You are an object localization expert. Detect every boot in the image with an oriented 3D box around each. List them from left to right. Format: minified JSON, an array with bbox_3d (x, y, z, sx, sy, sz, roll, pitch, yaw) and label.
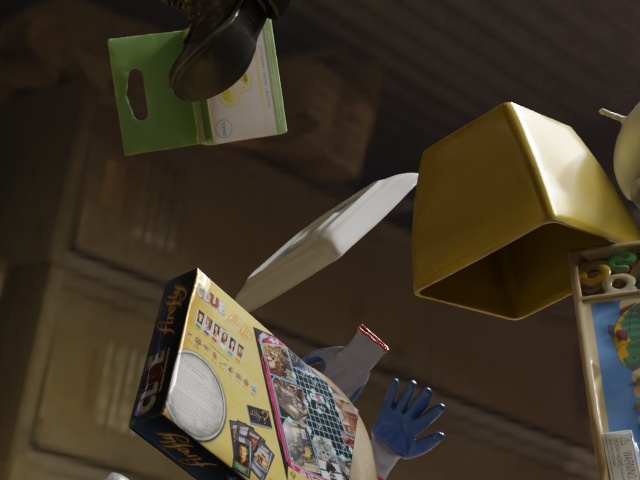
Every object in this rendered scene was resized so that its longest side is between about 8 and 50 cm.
[{"bbox_3d":[-0.176,-0.312,2.089,0.229,0.263,0.091,25,-24,31],"label":"boot"}]

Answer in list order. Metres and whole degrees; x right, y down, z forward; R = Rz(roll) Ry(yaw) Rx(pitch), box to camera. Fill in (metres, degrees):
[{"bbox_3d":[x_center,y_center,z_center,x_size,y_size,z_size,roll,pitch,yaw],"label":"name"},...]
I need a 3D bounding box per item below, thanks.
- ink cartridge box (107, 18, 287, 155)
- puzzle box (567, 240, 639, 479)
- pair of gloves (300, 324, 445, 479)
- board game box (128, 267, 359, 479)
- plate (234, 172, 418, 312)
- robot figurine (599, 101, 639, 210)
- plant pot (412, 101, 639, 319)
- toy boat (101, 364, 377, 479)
[{"bbox_3d":[-0.172,-0.218,2.238,0.235,0.171,0.056,-11,7,-29],"label":"ink cartridge box"},{"bbox_3d":[0.415,0.132,1.676,0.272,0.409,0.052,-8,-54,8],"label":"puzzle box"},{"bbox_3d":[0.058,0.200,1.958,0.198,0.159,0.023,43,32,9],"label":"pair of gloves"},{"bbox_3d":[-0.062,0.161,1.431,0.042,0.165,0.243,-23,-52,32],"label":"board game box"},{"bbox_3d":[0.000,0.000,2.439,0.277,0.278,0.045,-33,-84,43],"label":"plate"},{"bbox_3d":[0.515,-0.070,2.005,0.300,0.353,0.200,-24,-25,-44],"label":"robot figurine"},{"bbox_3d":[0.236,-0.042,1.915,0.212,0.187,0.212,-30,-31,35],"label":"plant pot"},{"bbox_3d":[-0.100,0.260,1.673,0.318,0.268,0.148,-7,-6,-6],"label":"toy boat"}]
